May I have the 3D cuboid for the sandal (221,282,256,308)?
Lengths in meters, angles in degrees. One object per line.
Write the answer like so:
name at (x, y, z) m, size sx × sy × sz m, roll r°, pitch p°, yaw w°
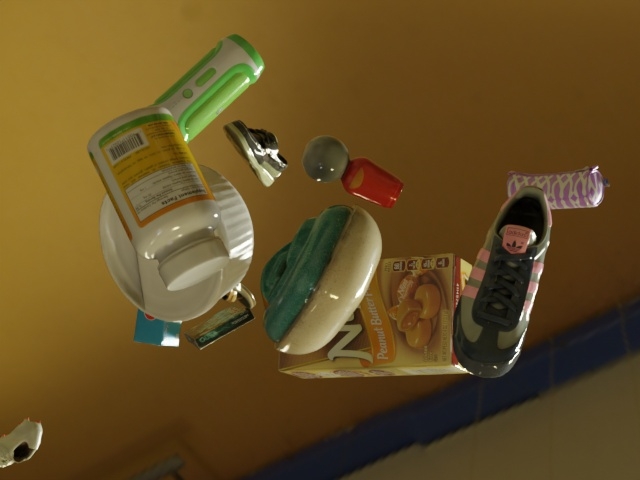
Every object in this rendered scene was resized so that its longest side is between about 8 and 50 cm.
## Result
sandal at (-0.180, 0.090, 2.264) m, size 0.049 × 0.180 × 0.072 m, roll -46°, pitch -117°, yaw -7°

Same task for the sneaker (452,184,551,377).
sneaker at (0.267, 0.049, 1.714) m, size 0.112 × 0.131 × 0.319 m, roll 13°, pitch -131°, yaw 9°

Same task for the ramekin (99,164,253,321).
ramekin at (-0.234, -0.008, 1.970) m, size 0.273 × 0.273 × 0.127 m, roll -22°, pitch -179°, yaw 37°

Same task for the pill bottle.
pill bottle at (-0.228, -0.058, 1.694) m, size 0.136 × 0.246 × 0.136 m, roll -26°, pitch 168°, yaw -6°

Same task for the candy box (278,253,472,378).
candy box at (0.089, 0.129, 1.934) m, size 0.316 × 0.087 × 0.183 m, roll -5°, pitch -108°, yaw 28°

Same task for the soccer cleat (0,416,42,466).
soccer cleat at (-0.655, 0.447, 2.496) m, size 0.196 × 0.068 × 0.076 m, roll -40°, pitch -139°, yaw 37°

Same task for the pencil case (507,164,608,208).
pencil case at (0.498, -0.110, 2.482) m, size 0.206 × 0.088 × 0.086 m, roll -4°, pitch -161°, yaw 35°

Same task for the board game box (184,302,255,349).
board game box at (-0.207, 0.173, 2.367) m, size 0.126 × 0.026 × 0.186 m, roll -29°, pitch -174°, yaw -12°

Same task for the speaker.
speaker at (-0.266, -0.327, 2.621) m, size 0.296 × 0.131 × 0.131 m, roll -45°, pitch -159°, yaw -13°

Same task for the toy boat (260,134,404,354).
toy boat at (0.000, 0.000, 1.589) m, size 0.318 × 0.148 × 0.267 m, roll -66°, pitch -175°, yaw -34°

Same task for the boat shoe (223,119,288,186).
boat shoe at (-0.115, -0.174, 2.164) m, size 0.073 × 0.223 × 0.080 m, roll -39°, pitch -115°, yaw -3°

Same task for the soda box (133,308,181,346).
soda box at (-0.325, 0.110, 2.408) m, size 0.071 × 0.067 × 0.210 m, roll 6°, pitch -94°, yaw 25°
